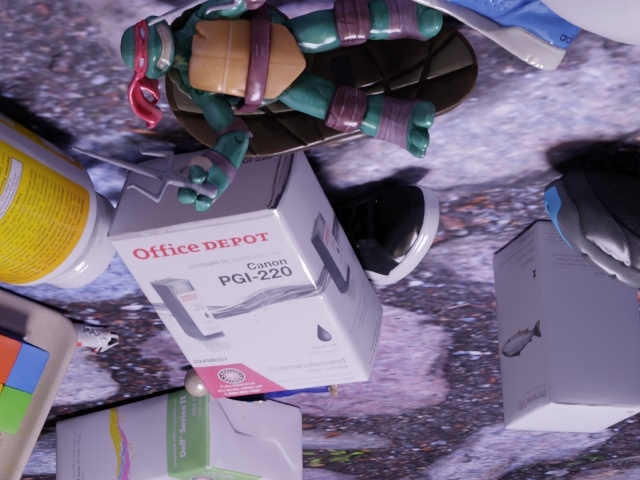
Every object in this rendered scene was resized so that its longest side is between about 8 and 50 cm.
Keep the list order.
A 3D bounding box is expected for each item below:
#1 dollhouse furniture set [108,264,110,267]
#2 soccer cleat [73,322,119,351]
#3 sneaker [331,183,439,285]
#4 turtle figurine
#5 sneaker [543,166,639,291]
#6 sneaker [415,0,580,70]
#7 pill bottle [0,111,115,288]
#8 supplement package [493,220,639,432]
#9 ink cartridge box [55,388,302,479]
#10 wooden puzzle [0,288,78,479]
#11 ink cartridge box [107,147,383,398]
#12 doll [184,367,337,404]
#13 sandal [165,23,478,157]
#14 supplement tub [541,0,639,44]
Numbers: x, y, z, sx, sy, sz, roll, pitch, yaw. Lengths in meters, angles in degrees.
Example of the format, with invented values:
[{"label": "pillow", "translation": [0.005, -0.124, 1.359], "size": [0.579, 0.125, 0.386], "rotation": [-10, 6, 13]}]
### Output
[{"label": "dollhouse furniture set", "translation": [-0.186, -0.036, 1.329], "size": [0.114, 0.091, 0.081], "rotation": [-23, 118, -5]}, {"label": "soccer cleat", "translation": [-0.255, 0.107, 1.686], "size": [0.035, 0.029, 0.083], "rotation": [-16, 160, 13]}, {"label": "sneaker", "translation": [0.000, 0.000, 1.339], "size": [0.121, 0.079, 0.217], "rotation": [11, 156, -31]}, {"label": "turtle figurine", "translation": [-0.043, -0.117, 0.981], "size": [0.234, 0.118, 0.175], "rotation": [1, 119, -11]}, {"label": "sneaker", "translation": [0.353, -0.027, 1.295], "size": [0.340, 0.125, 0.140], "rotation": [10, 129, -21]}, {"label": "sneaker", "translation": [0.099, -0.175, 0.919], "size": [0.152, 0.085, 0.058], "rotation": [29, -160, -1]}, {"label": "pill bottle", "translation": [-0.249, -0.032, 1.178], "size": [0.117, 0.118, 0.208], "rotation": [-11, 158, 24]}, {"label": "supplement package", "translation": [0.237, 0.085, 1.443], "size": [0.105, 0.179, 0.105], "rotation": [5, 158, -18]}, {"label": "ink cartridge box", "translation": [-0.222, 0.300, 2.072], "size": [0.353, 0.119, 0.207], "rotation": [-17, 155, 33]}, {"label": "wooden puzzle", "translation": [-0.407, 0.186, 1.480], "size": [0.080, 0.322, 0.348], "rotation": [20, 174, 39]}, {"label": "ink cartridge box", "translation": [-0.058, 0.028, 1.273], "size": [0.158, 0.092, 0.218], "rotation": [-9, 131, 22]}, {"label": "doll", "translation": [-0.074, 0.176, 1.856], "size": [0.189, 0.046, 0.129], "rotation": [-2, 159, -1]}, {"label": "sandal", "translation": [0.001, -0.111, 1.069], "size": [0.219, 0.090, 0.060], "rotation": [-10, -179, 3]}, {"label": "supplement tub", "translation": [0.215, -0.187, 0.621], "size": [0.331, 0.241, 0.241], "rotation": [8, 158, -23]}]
